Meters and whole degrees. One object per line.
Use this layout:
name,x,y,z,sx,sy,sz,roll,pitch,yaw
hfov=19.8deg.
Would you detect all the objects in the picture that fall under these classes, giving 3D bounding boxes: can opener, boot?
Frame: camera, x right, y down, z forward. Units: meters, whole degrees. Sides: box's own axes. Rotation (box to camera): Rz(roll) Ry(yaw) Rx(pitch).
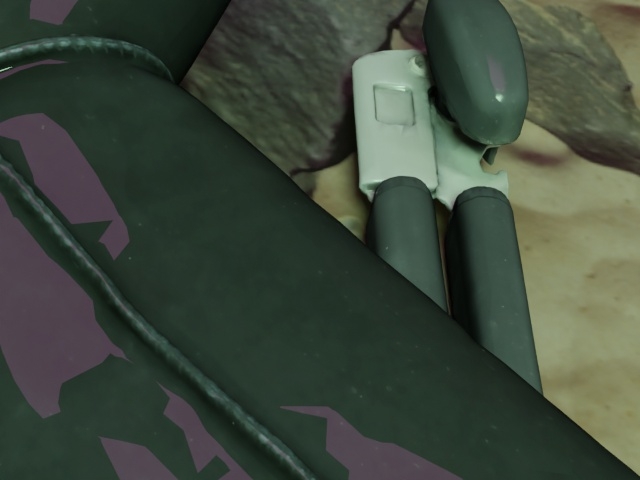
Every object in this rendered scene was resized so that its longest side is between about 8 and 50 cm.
can opener,0.060,-0.017,0.844,0.076,0.095,0.283,6,41,-8
boot,-0.002,0.001,0.704,0.367,0.146,0.445,-40,64,-17
